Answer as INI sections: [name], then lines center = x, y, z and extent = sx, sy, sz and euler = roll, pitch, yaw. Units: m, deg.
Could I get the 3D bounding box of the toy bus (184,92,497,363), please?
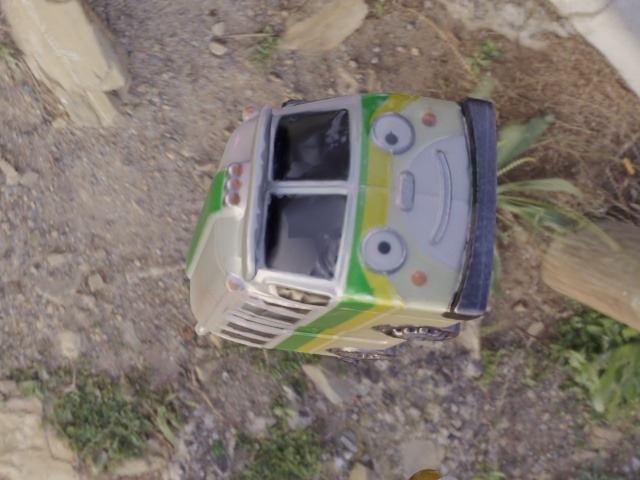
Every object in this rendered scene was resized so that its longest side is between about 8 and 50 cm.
[toy bus]
center = 0.000, 0.000, 0.652
extent = 0.179, 0.305, 0.143
euler = 9, 76, -11

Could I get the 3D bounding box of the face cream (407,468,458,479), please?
[face cream]
center = 0.136, 0.275, 0.813
extent = 0.051, 0.182, 0.072
euler = 13, 103, -27
